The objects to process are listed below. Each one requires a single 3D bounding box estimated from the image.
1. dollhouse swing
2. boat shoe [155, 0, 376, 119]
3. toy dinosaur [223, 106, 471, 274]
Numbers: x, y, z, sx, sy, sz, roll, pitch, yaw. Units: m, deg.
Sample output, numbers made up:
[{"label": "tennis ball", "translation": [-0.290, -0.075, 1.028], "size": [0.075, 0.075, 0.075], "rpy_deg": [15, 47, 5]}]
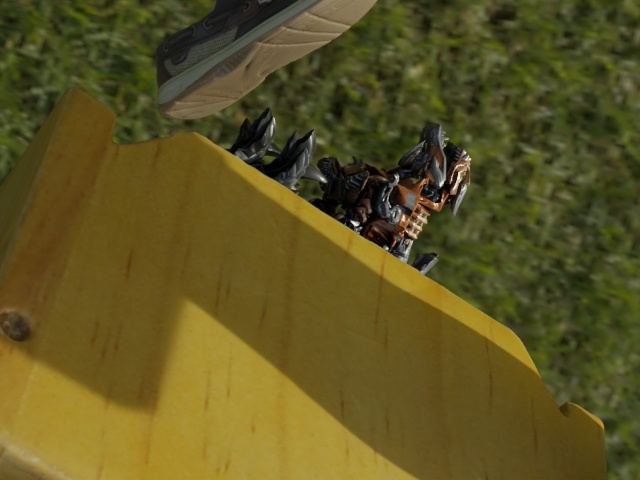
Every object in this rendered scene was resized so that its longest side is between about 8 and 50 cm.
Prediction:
[{"label": "dollhouse swing", "translation": [-0.083, 0.184, 0.882], "size": [0.347, 0.315, 0.305], "rpy_deg": [31, 128, -18]}, {"label": "boat shoe", "translation": [-0.062, -0.214, 1.707], "size": [0.103, 0.285, 0.092], "rpy_deg": [-3, 68, -51]}, {"label": "toy dinosaur", "translation": [0.000, 0.000, 1.653], "size": [0.218, 0.164, 0.322], "rpy_deg": [50, 61, -24]}]
